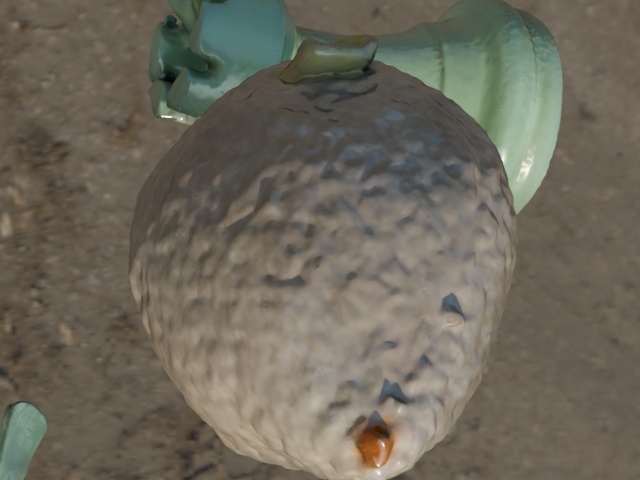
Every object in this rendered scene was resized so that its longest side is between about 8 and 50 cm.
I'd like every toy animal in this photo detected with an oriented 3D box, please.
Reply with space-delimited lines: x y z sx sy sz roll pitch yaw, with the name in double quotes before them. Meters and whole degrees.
"toy animal" 0.003 0.003 0.902 0.226 0.358 0.188 -40 127 8

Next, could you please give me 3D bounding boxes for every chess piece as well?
"chess piece" 0.022 -0.124 1.233 0.299 0.194 0.194 12 77 -23

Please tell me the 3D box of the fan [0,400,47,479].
"fan" -0.219 0.194 1.010 0.038 0.016 0.193 50 45 -47
